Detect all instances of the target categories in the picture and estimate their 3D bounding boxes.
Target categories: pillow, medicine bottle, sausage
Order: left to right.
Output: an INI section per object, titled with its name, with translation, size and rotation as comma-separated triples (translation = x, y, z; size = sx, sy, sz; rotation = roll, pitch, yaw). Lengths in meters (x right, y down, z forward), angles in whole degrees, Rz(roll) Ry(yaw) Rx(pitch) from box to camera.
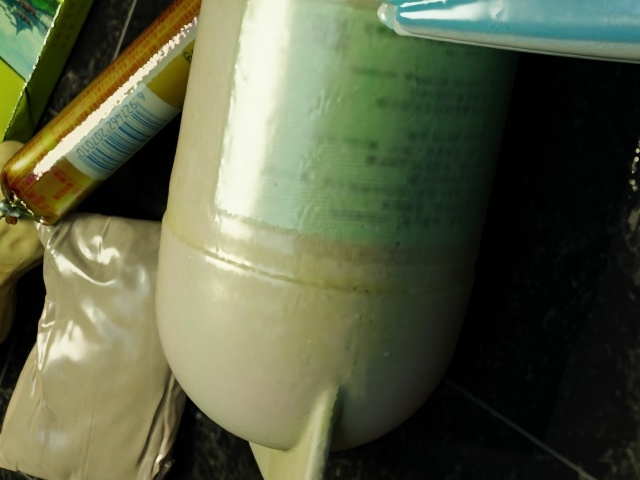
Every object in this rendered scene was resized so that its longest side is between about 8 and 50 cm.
[pillow]
translation = -0.192, 0.097, 1.442
size = 0.173, 0.067, 0.270
rotation = 15, 104, 9
[sausage]
translation = -0.141, -0.129, 1.354
size = 0.371, 0.082, 0.082
rotation = -41, 72, 19
[medicine bottle]
translation = 0.000, 0.000, 1.214
size = 0.236, 0.236, 0.406
rotation = 20, 108, 31

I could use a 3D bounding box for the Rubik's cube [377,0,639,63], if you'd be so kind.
[Rubik's cube]
translation = 0.248, -0.274, 0.947
size = 0.352, 0.352, 0.347
rotation = 8, 101, 31

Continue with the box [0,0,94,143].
[box]
translation = -0.280, -0.261, 1.497
size = 0.187, 0.047, 0.335
rotation = 40, 116, 24

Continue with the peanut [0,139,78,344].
[peanut]
translation = -0.337, 0.034, 1.520
size = 0.319, 0.147, 0.147
rotation = -41, 72, 23
